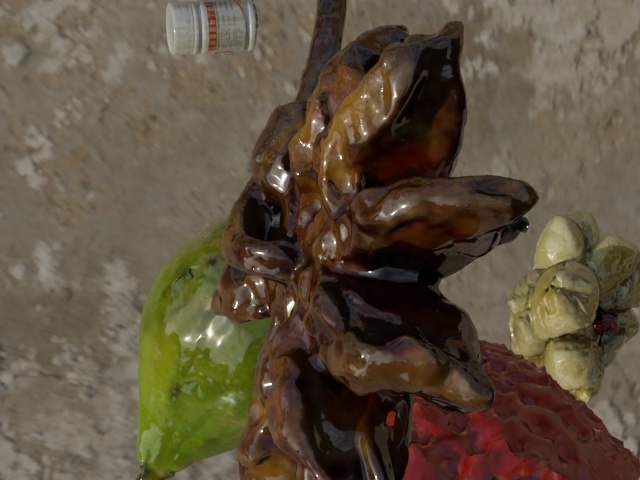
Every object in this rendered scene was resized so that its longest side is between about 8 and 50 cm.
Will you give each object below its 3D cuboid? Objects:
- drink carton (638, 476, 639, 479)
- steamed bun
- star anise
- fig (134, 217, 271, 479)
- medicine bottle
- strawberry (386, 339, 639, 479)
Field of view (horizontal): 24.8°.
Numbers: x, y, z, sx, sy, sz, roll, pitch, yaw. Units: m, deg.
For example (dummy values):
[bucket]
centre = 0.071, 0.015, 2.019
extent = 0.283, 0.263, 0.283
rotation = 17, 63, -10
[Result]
[drink carton]
centre = 0.207, 0.039, 0.372
extent = 0.194, 0.132, 0.325
rotation = 25, 97, 25
[steamed bun]
centre = 0.272, 0.067, 1.505
extent = 0.106, 0.177, 0.192
rotation = 8, 121, 28
[star anise]
centre = 0.001, -0.001, 0.490
extent = 0.073, 0.234, 0.177
rotation = 12, 108, -14
[fig]
centre = -0.098, 0.110, 1.488
extent = 0.314, 0.233, 0.233
rotation = -34, 74, -9
[medicine bottle]
centre = -0.114, -0.224, 1.520
extent = 0.089, 0.057, 0.057
rotation = -5, 76, -13
[strawberry]
centre = 0.077, 0.191, 0.986
extent = 0.312, 0.351, 0.267
rotation = -20, 117, 14
